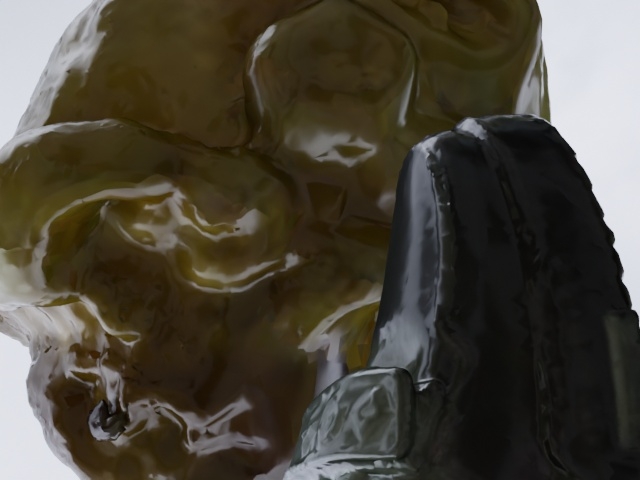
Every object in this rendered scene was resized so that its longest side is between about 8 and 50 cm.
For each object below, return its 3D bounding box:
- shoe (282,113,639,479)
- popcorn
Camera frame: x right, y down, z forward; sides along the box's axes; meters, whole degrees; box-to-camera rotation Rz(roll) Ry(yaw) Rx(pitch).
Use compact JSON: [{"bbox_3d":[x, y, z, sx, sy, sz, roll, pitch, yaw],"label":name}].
[{"bbox_3d":[0.005,0.102,0.485,0.149,0.109,0.293,-1,-110,-6],"label":"shoe"},{"bbox_3d":[0.000,0.000,0.844,0.281,0.297,0.316,20,-124,37],"label":"popcorn"}]
